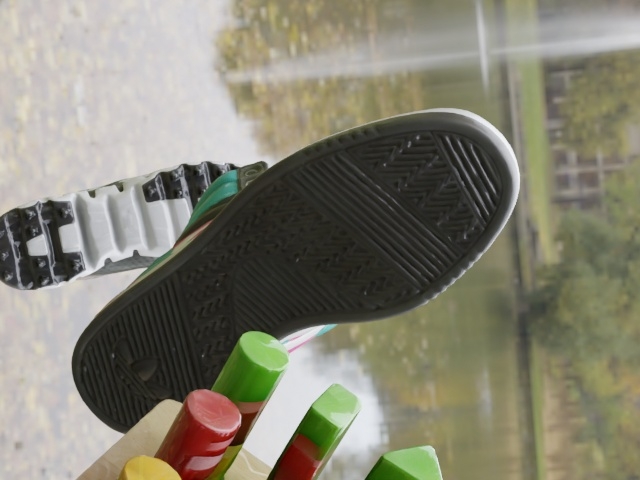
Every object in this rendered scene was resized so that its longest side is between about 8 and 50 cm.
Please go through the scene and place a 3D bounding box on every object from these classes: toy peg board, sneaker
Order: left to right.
[{"bbox_3d":[-0.137,-0.014,1.030,0.106,0.234,0.078,-171,-110,-76],"label":"sneaker"},{"bbox_3d":[-0.014,0.114,0.446,0.079,0.161,0.160,-61,170,28],"label":"toy peg board"},{"bbox_3d":[0.000,0.000,0.805,0.123,0.296,0.178,55,26,-9],"label":"sneaker"}]
